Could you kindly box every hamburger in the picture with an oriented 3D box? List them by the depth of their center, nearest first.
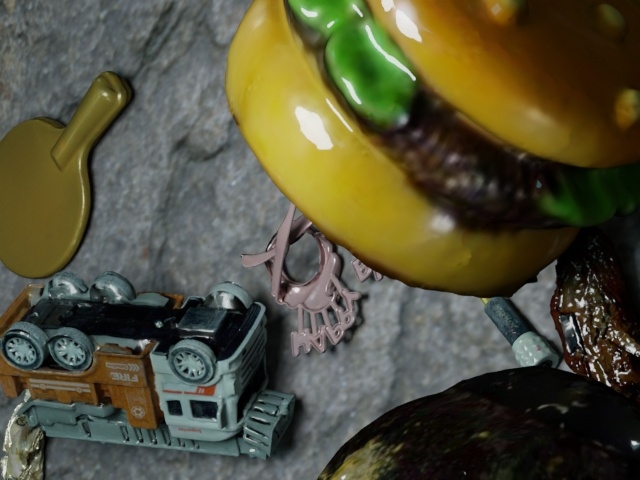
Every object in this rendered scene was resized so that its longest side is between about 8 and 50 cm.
[{"bbox_3d":[0.121,-0.172,1.611,0.277,0.396,0.395,-51,56,31],"label":"hamburger"}]

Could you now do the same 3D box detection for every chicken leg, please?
[{"bbox_3d":[0.271,0.089,1.674,0.105,0.063,0.234,-39,62,28],"label":"chicken leg"}]

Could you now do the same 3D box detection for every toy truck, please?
[{"bbox_3d":[-0.187,0.149,1.987,0.338,0.133,0.184,4,123,19],"label":"toy truck"}]

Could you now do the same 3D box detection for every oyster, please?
[{"bbox_3d":[-0.356,0.235,2.245,0.200,0.061,0.106,-60,35,17],"label":"oyster"}]

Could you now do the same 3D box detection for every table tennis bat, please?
[{"bbox_3d":[-0.331,-0.088,2.239,0.321,0.050,0.198,-50,58,32],"label":"table tennis bat"}]

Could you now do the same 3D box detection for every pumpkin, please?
[{"bbox_3d":[0.183,0.314,1.486,0.454,0.454,0.344,22,65,41],"label":"pumpkin"}]

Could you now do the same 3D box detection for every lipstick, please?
[{"bbox_3d":[0.189,0.085,1.768,0.037,0.037,0.116,-55,51,24],"label":"lipstick"}]

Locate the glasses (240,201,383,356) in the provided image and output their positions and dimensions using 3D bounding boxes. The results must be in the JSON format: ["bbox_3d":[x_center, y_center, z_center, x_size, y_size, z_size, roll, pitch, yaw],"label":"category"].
[{"bbox_3d":[0.008,0.004,1.899,0.162,0.095,0.255,51,122,27],"label":"glasses"}]
